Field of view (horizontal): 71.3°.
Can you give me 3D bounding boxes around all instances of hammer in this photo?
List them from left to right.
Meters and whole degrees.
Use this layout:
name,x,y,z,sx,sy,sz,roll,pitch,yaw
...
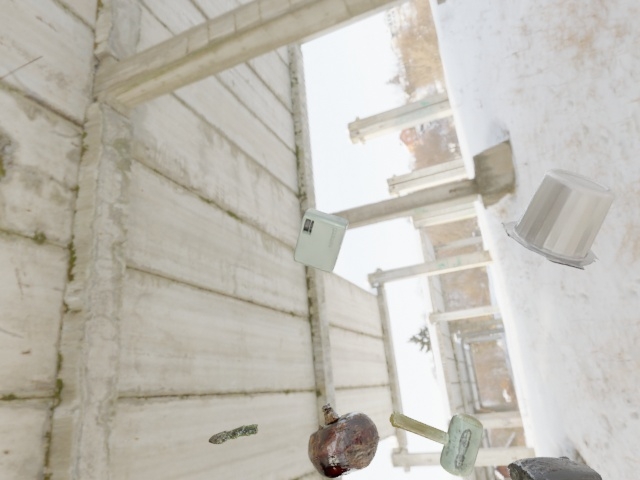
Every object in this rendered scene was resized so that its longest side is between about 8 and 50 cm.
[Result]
name,x,y,z,sx,sy,sz,roll,pitch,yaw
hammer,0.376,0.649,1.493,0.113,0.305,0.202,75,-147,-80

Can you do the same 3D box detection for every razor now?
name,x,y,z,sx,sy,sz,roll,pitch,yaw
razor,0.903,0.907,1.715,0.189,0.327,0.107,-177,93,-72

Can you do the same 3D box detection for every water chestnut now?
name,x,y,z,sx,sy,sz,roll,pitch,yaw
water chestnut,0.092,0.874,1.988,0.350,0.350,0.302,33,-148,-62

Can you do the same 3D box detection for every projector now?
name,x,y,z,sx,sy,sz,roll,pitch,yaw
projector,0.000,0.000,2.031,0.108,0.198,0.250,-59,-14,-66

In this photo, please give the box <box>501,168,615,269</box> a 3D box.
name,x,y,z,sx,sy,sz,roll,pitch,yaw
box,0.699,-0.075,1.250,0.291,0.262,0.206,-7,-55,-33

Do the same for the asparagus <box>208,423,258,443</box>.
name,x,y,z,sx,sy,sz,roll,pitch,yaw
asparagus,-0.262,0.583,1.339,0.030,0.165,0.036,46,-154,-67
